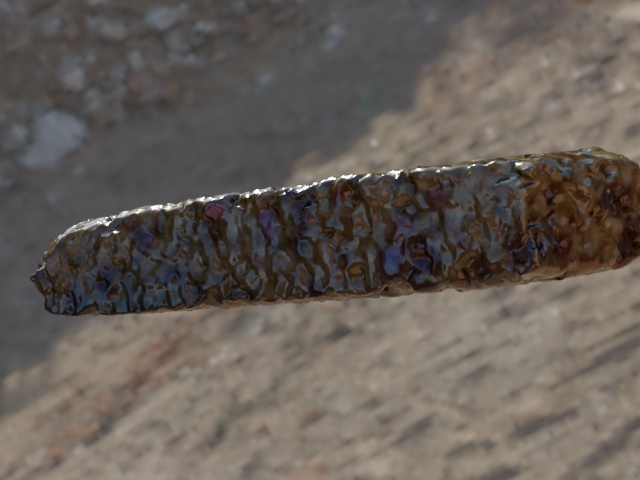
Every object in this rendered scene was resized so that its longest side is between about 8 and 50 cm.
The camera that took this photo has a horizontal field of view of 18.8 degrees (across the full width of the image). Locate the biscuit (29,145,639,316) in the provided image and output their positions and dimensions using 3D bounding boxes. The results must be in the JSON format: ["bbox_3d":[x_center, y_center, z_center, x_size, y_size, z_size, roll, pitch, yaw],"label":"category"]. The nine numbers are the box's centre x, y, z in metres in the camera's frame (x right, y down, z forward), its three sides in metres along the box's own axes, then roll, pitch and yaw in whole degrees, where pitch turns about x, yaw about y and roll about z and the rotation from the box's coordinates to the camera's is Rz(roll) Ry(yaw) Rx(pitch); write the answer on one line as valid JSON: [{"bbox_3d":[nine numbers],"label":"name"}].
[{"bbox_3d":[0.000,0.000,0.540,0.199,0.034,0.064,-6,1,45],"label":"biscuit"}]
